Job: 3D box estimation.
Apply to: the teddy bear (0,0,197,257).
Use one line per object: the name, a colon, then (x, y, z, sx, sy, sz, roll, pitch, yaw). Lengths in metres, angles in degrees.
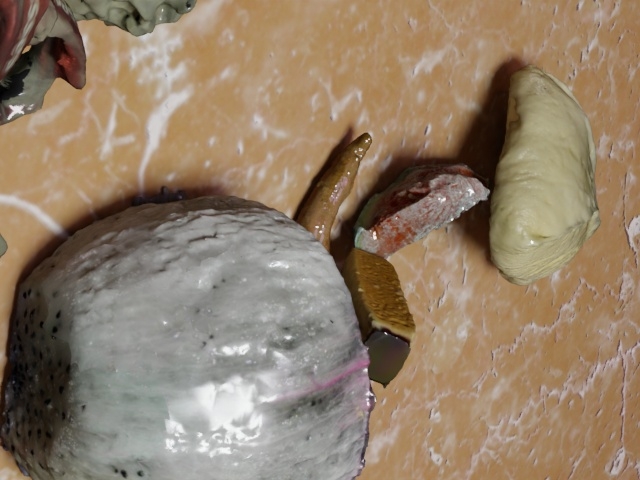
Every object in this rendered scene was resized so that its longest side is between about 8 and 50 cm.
teddy bear: (-0.194, -0.170, 0.607, 0.224, 0.367, 0.357, 34, 64, -3)

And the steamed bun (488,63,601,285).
steamed bun: (0.239, -0.045, 1.200, 0.212, 0.111, 0.231, 73, 27, -57)

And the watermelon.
watermelon: (0.110, -0.043, 1.108, 0.187, 0.139, 0.071, -31, 92, -34)

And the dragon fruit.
dragon fruit: (-0.103, 0.116, 0.888, 0.221, 0.204, 0.282, -6, 107, -42)

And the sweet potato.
sweet potato: (0.000, 0.000, 1.062, 0.050, 0.050, 0.214, 16, 87, -46)

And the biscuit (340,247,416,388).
biscuit: (0.042, 0.063, 0.996, 0.052, 0.188, 0.056, 20, 107, -9)
